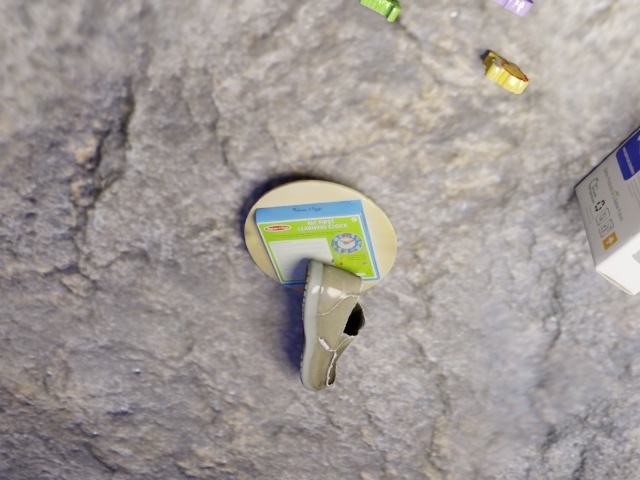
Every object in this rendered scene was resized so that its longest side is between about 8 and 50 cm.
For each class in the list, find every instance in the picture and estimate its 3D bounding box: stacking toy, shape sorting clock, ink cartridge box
[{"bbox_3d":[0.164,-0.275,0.803,0.221,0.052,0.167,27,124,-7],"label":"stacking toy"},{"bbox_3d":[0.000,0.000,1.027,0.206,0.040,0.206,6,137,5],"label":"shape sorting clock"},{"bbox_3d":[0.422,-0.119,0.785,0.069,0.176,0.371,31,124,-11],"label":"ink cartridge box"}]

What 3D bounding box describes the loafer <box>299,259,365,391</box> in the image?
[{"bbox_3d":[0.018,0.131,1.068,0.087,0.094,0.251,4,139,2],"label":"loafer"}]
